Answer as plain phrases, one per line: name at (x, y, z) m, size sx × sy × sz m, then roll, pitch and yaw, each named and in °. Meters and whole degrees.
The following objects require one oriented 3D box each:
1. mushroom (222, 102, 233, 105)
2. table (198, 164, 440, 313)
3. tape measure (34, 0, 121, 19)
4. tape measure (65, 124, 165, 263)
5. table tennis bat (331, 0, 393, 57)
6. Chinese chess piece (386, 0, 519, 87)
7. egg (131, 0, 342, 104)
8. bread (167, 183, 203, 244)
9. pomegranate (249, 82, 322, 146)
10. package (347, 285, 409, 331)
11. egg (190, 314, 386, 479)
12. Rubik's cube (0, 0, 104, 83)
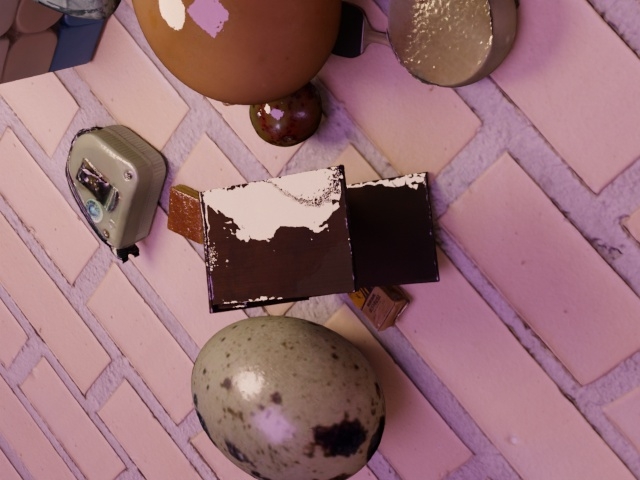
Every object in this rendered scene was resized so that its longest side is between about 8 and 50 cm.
mushroom at (-0.156, -0.334, 1.541) m, size 0.059 × 0.054 × 0.202 m, roll 4°, pitch 106°, yaw 29°
table at (0.000, 0.000, 1.405) m, size 0.282 × 0.250 × 0.196 m, roll -8°, pitch 86°, yaw 36°
tape measure at (-0.353, -0.472, 1.334) m, size 0.147 × 0.256 × 0.275 m, roll 13°, pitch 128°, yaw -8°
tape measure at (-0.426, -0.104, 1.791) m, size 0.207 × 0.115 × 0.235 m, roll 36°, pitch 126°, yaw 17°
table tennis bat at (0.056, -0.325, 1.406) m, size 0.156 × 0.013 × 0.087 m, roll 21°, pitch 119°, yaw 29°
Chinese chess piece at (0.186, -0.312, 1.274) m, size 0.188 × 0.083 × 0.188 m, roll 18°, pitch 121°, yaw 33°
egg at (-0.130, -0.377, 1.336) m, size 0.301 × 0.301 × 0.374 m, roll -44°, pitch 61°, yaw 39°
bread at (-0.251, -0.051, 1.734) m, size 0.090 × 0.035 × 0.094 m, roll 23°, pitch 121°, yaw 27°
pomegranate at (-0.060, -0.217, 1.469) m, size 0.130 × 0.130 × 0.130 m, roll 15°, pitch 117°, yaw 31°
package at (0.087, 0.087, 1.532) m, size 0.131 × 0.047 × 0.071 m, roll 46°, pitch 130°, yaw 29°
egg at (-0.064, 0.277, 1.565) m, size 0.379 × 0.287 × 0.288 m, roll 10°, pitch 114°, yaw 32°
Rubik's cube at (-0.593, -0.515, 1.594) m, size 0.346 × 0.347 × 0.344 m, roll 44°, pitch 129°, yaw 15°
